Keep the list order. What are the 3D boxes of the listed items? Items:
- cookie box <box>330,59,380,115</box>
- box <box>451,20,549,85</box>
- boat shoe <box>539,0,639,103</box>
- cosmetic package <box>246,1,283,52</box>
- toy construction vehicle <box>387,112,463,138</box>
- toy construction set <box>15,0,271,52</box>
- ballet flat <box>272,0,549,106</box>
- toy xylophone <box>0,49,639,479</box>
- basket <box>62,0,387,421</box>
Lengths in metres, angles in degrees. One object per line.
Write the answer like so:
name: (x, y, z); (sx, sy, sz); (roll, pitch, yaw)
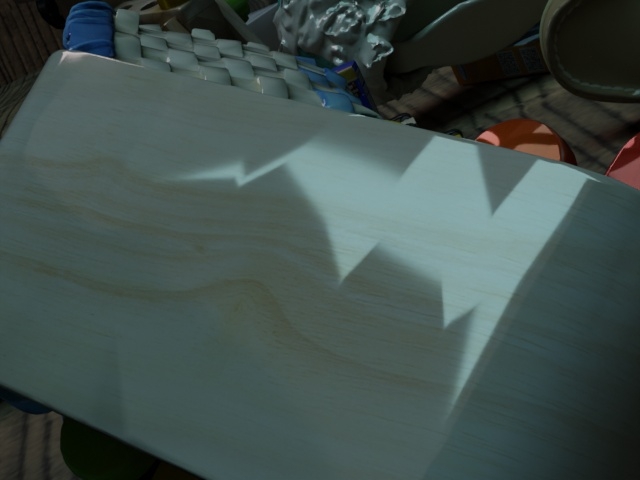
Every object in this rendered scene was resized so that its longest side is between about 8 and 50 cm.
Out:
cookie box: (-0.001, -0.032, 0.880); (0.092, 0.107, 0.040); (-24, 9, 6)
box: (0.157, -0.149, 1.197); (0.081, 0.028, 0.136); (-34, 19, -28)
boat shoe: (0.243, -0.126, 0.825); (0.302, 0.109, 0.098); (-9, 20, 33)
cosmetic package: (-0.117, -0.180, 1.696); (0.099, 0.060, 0.239); (-13, 19, 34)
toy construction vehicle: (0.046, -0.042, 1.007); (0.098, 0.035, 0.086); (-27, 25, 3)
toy construction set: (-0.121, -0.201, 1.421); (0.309, 0.237, 0.257); (-29, 15, -14)
ballet flat: (0.158, -0.214, 1.179); (0.409, 0.147, 0.147); (-33, 16, -15)
toy xylophone: (0.000, 0.000, 0.499); (0.323, 0.081, 0.236); (27, 80, 42)
basket: (-0.117, -0.007, 0.744); (0.289, 0.201, 0.255); (5, 13, -5)
